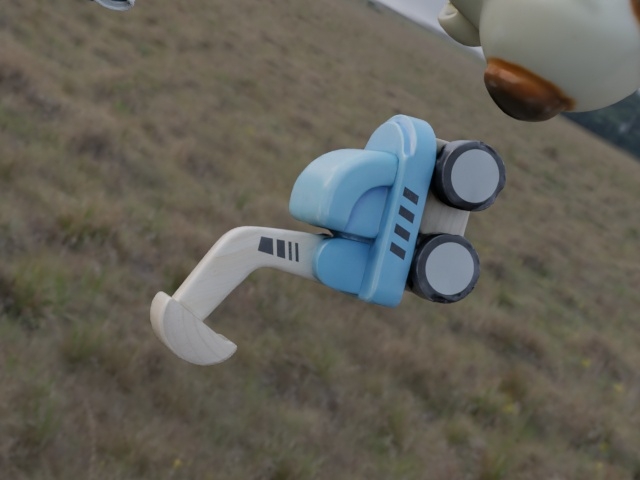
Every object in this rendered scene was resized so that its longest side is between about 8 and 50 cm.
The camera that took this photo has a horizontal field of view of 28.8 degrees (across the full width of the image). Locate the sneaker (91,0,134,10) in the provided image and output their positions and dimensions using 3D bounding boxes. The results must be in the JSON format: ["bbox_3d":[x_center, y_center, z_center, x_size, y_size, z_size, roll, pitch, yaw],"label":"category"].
[{"bbox_3d":[-0.201,-0.334,1.269,0.323,0.130,0.236,-6,76,-45],"label":"sneaker"}]

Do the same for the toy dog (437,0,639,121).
[{"bbox_3d":[0.223,-0.326,1.322,0.408,0.284,0.395,59,10,15],"label":"toy dog"}]

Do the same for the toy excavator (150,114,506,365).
[{"bbox_3d":[0.000,0.000,1.878,0.445,0.433,0.222,14,1,-18],"label":"toy excavator"}]
